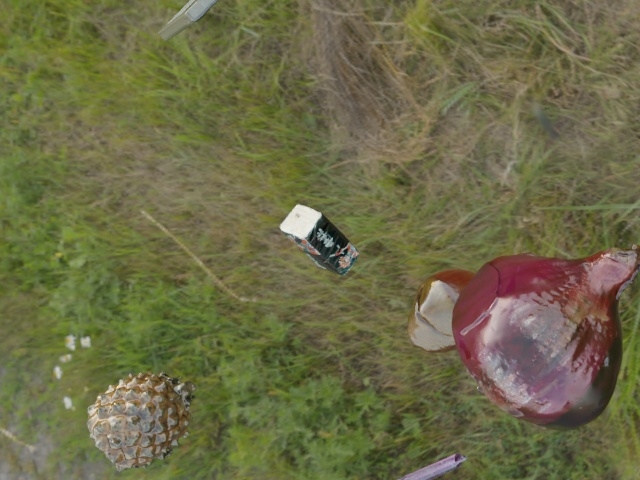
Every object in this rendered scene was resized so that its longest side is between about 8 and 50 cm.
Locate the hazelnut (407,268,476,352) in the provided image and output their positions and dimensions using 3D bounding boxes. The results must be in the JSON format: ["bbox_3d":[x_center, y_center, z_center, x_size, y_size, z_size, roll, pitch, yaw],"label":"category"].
[{"bbox_3d":[0.294,0.153,1.757,0.181,0.181,0.212,33,132,-9],"label":"hazelnut"}]

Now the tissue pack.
[{"bbox_3d":[0.001,0.001,1.777,0.103,0.170,0.090,25,78,49],"label":"tissue pack"}]

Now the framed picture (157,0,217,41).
[{"bbox_3d":[-0.085,-0.387,1.033,0.315,0.024,0.232,-47,20,-9],"label":"framed picture"}]

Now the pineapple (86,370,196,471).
[{"bbox_3d":[-0.302,0.307,1.370,0.193,0.166,0.166,-33,70,-5],"label":"pineapple"}]

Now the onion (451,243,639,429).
[{"bbox_3d":[0.236,0.074,0.806,0.140,0.195,0.218,32,117,-12],"label":"onion"}]

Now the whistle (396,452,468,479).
[{"bbox_3d":[0.258,0.535,1.810,0.176,0.033,0.033,-20,78,-9],"label":"whistle"}]
